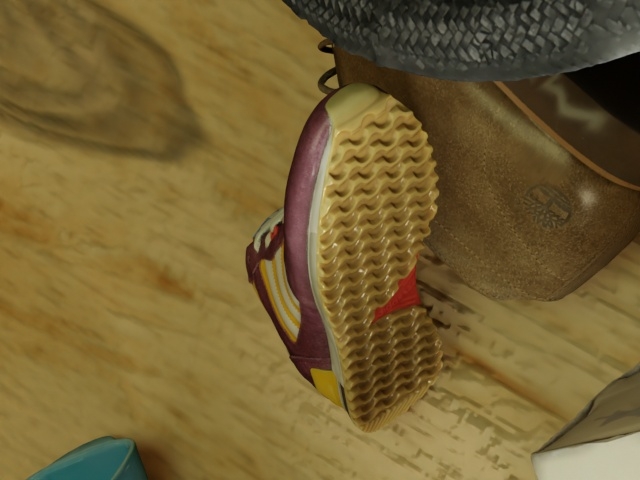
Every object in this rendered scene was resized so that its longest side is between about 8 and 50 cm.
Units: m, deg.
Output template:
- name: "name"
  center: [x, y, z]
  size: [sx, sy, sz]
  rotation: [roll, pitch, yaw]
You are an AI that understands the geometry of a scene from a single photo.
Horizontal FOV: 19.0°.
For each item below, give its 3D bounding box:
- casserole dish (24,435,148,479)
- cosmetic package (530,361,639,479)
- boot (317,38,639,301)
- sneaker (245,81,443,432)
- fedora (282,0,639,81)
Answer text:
- name: "casserole dish"
  center: [-0.142, 0.161, 0.877]
  size: [0.114, 0.188, 0.037]
  rotation: [-25, 107, 39]
- name: "cosmetic package"
  center: [0.197, 0.166, 0.605]
  size: [0.129, 0.153, 0.296]
  rotation: [-20, 94, 33]
- name: "boot"
  center: [0.022, -0.099, 0.814]
  size: [0.305, 0.112, 0.115]
  rotation: [49, 125, 24]
- name: "sneaker"
  center: [0.000, 0.000, 0.789]
  size: [0.084, 0.069, 0.185]
  rotation: [38, 149, 34]
- name: "fedora"
  center: [0.116, -0.177, 0.690]
  size: [0.334, 0.152, 0.334]
  rotation: [-20, 56, 33]
